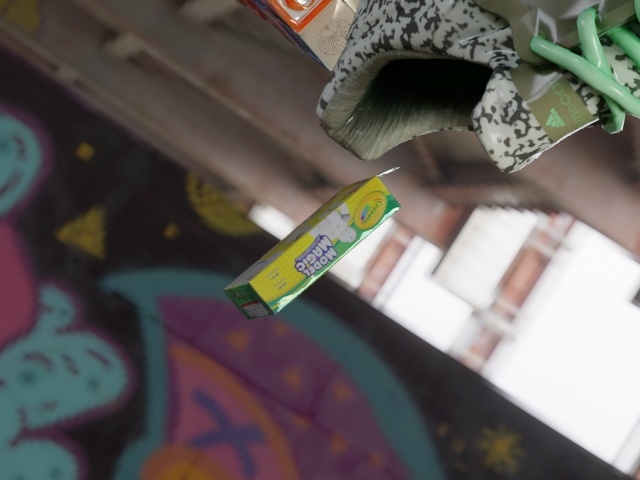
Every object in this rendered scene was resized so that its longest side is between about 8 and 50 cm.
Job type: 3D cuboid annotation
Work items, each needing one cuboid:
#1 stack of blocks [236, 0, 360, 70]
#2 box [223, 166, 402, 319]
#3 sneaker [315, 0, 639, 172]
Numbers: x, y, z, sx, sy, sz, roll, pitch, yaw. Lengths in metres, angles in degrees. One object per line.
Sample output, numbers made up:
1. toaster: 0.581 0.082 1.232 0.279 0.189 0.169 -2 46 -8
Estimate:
1. stack of blocks: -0.069 -0.259 1.539 0.171 0.087 0.297 46 -1 -34
2. box: 0.000 0.000 1.816 0.043 0.179 0.105 50 -15 -7
3. sneaker: 0.152 -0.099 0.968 0.410 0.182 0.158 -4 -41 50
